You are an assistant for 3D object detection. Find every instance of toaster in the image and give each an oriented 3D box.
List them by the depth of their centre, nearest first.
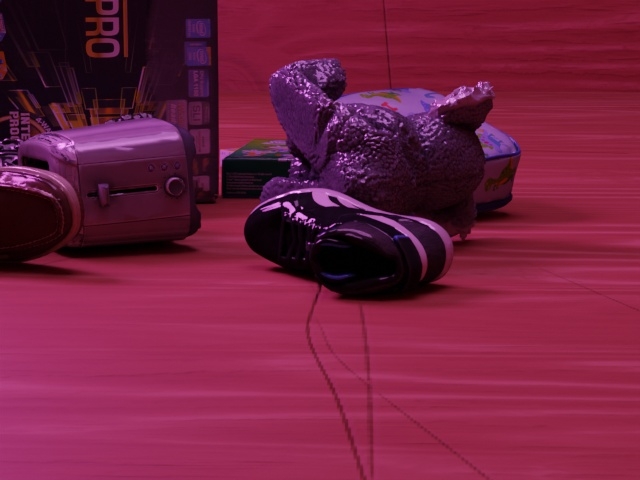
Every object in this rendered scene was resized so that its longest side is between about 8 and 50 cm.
[{"bbox_3d":[-0.228,-0.061,1.629,0.146,0.129,0.227,-7,10,-24],"label":"toaster"}]

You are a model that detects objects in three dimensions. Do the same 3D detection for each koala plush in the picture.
[{"bbox_3d":[0.079,-0.075,1.593,0.221,0.196,0.203,-5,22,-29],"label":"koala plush"}]

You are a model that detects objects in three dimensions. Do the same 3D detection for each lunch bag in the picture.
[{"bbox_3d":[0.112,-0.105,1.839,0.176,0.090,0.219,-12,34,-35],"label":"lunch bag"}]

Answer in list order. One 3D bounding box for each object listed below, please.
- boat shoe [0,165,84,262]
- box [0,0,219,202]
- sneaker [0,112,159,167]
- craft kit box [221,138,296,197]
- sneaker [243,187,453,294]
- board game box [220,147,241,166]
[{"bbox_3d":[-0.349,-0.013,1.486,0.257,0.095,0.095,-5,13,30],"label":"boat shoe"},{"bbox_3d":[-0.286,-0.238,1.878,0.318,0.394,0.097,-2,10,-18],"label":"box"},{"bbox_3d":[-0.302,-0.064,1.800,0.272,0.100,0.108,-12,-28,-14],"label":"sneaker"},{"bbox_3d":[0.012,-0.096,2.063,0.250,0.061,0.246,1,7,6],"label":"craft kit box"},{"bbox_3d":[0.000,0.000,1.405,0.217,0.079,0.121,7,11,31],"label":"sneaker"},{"bbox_3d":[-0.056,-0.122,2.285,0.154,0.026,0.103,-8,13,-39],"label":"board game box"}]
